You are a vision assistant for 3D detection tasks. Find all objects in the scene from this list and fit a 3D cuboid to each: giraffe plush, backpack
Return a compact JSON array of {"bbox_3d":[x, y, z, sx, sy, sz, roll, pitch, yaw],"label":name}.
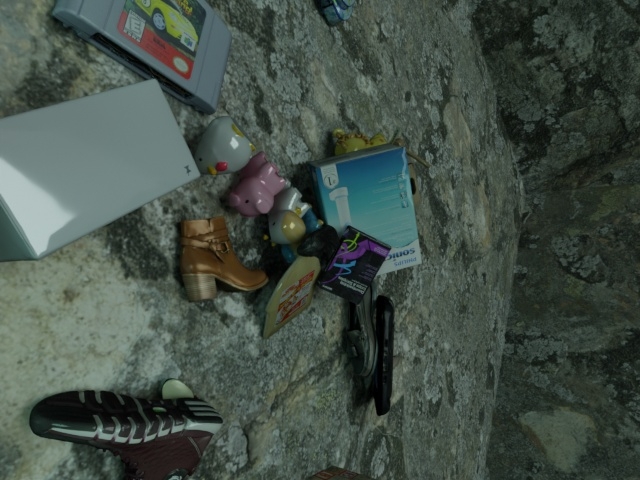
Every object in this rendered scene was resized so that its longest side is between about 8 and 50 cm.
[{"bbox_3d":[0.110,-0.221,1.181,0.170,0.181,0.211,5,107,-29],"label":"giraffe plush"},{"bbox_3d":[0.045,-0.651,1.177,0.105,0.084,0.114,-59,134,-34],"label":"backpack"}]

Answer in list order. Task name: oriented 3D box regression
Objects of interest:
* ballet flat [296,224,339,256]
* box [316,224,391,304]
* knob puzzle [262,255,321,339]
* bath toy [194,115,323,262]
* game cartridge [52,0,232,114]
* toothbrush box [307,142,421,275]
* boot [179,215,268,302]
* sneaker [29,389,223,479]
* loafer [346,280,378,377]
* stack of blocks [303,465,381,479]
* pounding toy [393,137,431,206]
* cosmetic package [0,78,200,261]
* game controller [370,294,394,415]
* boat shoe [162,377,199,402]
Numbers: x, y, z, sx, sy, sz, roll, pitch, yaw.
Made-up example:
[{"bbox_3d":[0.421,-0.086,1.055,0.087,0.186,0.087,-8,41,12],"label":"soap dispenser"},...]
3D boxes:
[{"bbox_3d":[0.000,0.000,0.934,0.173,0.049,0.058,-13,82,-67],"label":"ballet flat"},{"bbox_3d":[0.078,0.060,1.026,0.116,0.029,0.162,25,102,-17],"label":"box"},{"bbox_3d":[-0.063,0.103,0.966,0.213,0.030,0.213,-45,153,-31],"label":"knob puzzle"},{"bbox_3d":[-0.125,-0.091,0.888,0.348,0.129,0.151,47,8,-42],"label":"bath toy"},{"bbox_3d":[-0.281,-0.376,0.757,0.294,0.060,0.196,25,64,-49],"label":"game cartridge"},{"bbox_3d":[0.110,-0.067,1.074,0.126,0.216,0.296,-122,-162,-71],"label":"toothbrush box"},{"bbox_3d":[-0.180,0.028,0.842,0.197,0.072,0.153,-6,88,-55],"label":"boot"},{"bbox_3d":[-0.292,0.324,0.652,0.281,0.106,0.163,21,90,-36],"label":"sneaker"},{"bbox_3d":[0.098,0.232,1.190,0.084,0.096,0.268,15,68,-31],"label":"loafer"},{"bbox_3d":[0.009,0.605,0.960,0.297,0.171,0.087,8,81,-52],"label":"stack of blocks"},{"bbox_3d":[0.230,-0.193,1.302,0.094,0.181,0.206,-34,113,-48],"label":"pounding toy"},{"bbox_3d":[-0.320,-0.083,0.539,0.224,0.224,0.138,-43,120,-46],"label":"cosmetic package"},{"bbox_3d":[0.171,0.317,1.230,0.166,0.067,0.320,0,91,-78],"label":"game controller"},{"bbox_3d":[-0.239,0.290,0.769,0.049,0.042,0.133,-36,118,-20],"label":"boat shoe"}]
